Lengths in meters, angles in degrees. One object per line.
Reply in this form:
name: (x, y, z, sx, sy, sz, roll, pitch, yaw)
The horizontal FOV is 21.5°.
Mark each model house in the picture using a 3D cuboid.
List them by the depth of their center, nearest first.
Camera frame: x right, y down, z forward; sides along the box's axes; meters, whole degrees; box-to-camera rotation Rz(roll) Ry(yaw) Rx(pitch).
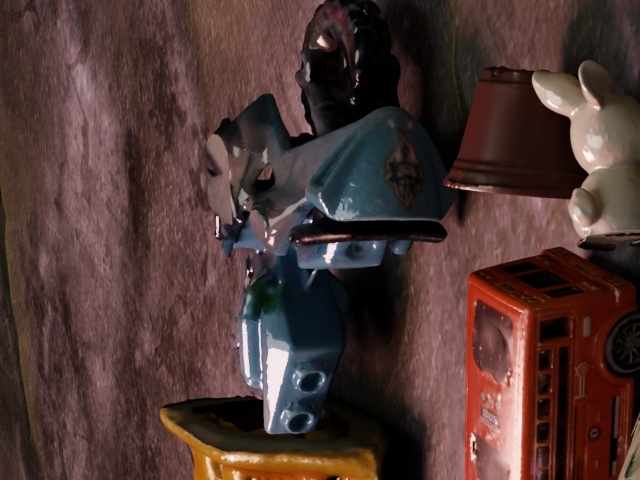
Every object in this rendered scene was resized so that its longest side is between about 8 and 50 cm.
model house: (-0.030, 0.281, 1.642, 0.268, 0.173, 0.239, -159, 63, -65)

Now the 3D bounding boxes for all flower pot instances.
flower pot: (0.147, -0.079, 1.209, 0.111, 0.111, 0.089, 16, 102, 64)

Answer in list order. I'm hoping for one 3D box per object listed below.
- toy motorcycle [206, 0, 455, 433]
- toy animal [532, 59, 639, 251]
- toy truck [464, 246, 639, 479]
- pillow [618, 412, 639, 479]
toy motorcycle: (0.000, 0.000, 1.467, 0.232, 0.172, 0.416, -118, 38, -47)
toy animal: (0.195, -0.057, 1.140, 0.071, 0.085, 0.124, 167, 104, -65)
toy truck: (0.166, 0.141, 1.229, 0.107, 0.114, 0.253, 32, 126, 57)
pillow: (0.223, 0.230, 1.027, 0.312, 0.119, 0.310, -60, -21, -59)
